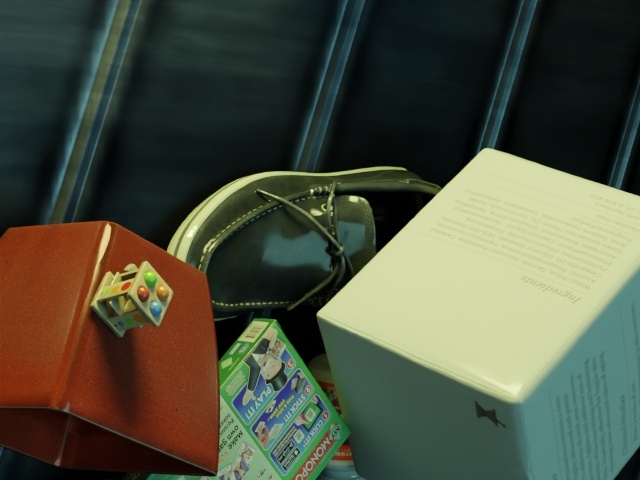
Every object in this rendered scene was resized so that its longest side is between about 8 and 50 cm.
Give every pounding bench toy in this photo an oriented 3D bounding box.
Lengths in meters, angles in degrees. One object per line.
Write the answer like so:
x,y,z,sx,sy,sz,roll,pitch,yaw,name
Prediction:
-0.194,0.051,1.713,0.052,0.065,0.083,52,38,-30,pounding bench toy

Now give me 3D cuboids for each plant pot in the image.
-0.272,0.120,1.845,0.267,0.267,0.235,33,61,-46,plant pot

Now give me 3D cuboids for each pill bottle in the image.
0.034,0.266,2.301,0.108,0.108,0.193,-15,110,-44,pill bottle

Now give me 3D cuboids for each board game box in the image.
-0.109,0.285,2.046,0.317,0.046,0.213,-50,124,-30,board game box

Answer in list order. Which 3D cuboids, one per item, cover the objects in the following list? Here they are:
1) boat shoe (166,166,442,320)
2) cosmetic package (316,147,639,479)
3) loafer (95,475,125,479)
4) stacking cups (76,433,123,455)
0.000,0.000,2.164,0.500,0.156,0.186,-14,112,-43,boat shoe
0.261,0.144,2.158,0.394,0.327,0.329,-43,139,-31,cosmetic package
-0.249,0.349,2.038,0.303,0.095,0.109,-3,88,-43,loafer
-0.174,0.260,2.088,0.316,0.096,0.096,22,84,-48,stacking cups
